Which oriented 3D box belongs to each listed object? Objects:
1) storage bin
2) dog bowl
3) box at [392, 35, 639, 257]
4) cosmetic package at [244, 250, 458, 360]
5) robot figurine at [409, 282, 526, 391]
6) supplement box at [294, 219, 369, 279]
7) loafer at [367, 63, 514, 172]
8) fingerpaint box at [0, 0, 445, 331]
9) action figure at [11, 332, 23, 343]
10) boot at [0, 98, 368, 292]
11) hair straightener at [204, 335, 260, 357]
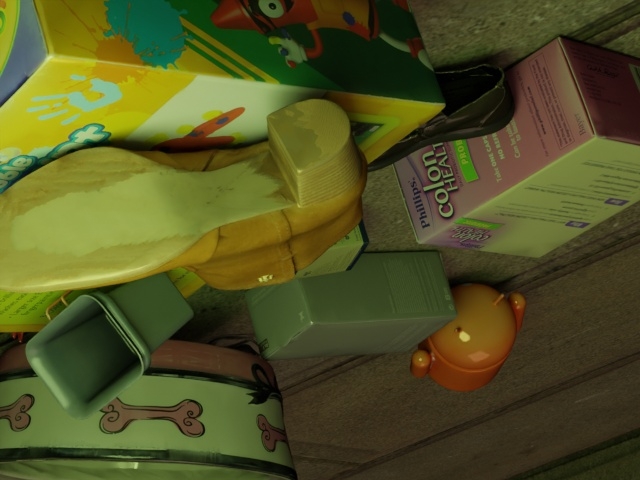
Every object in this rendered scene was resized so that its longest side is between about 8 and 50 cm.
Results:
[{"bbox_3d":[-0.180,0.077,1.349,0.135,0.098,0.091,-38,179,44],"label":"storage bin"},{"bbox_3d":[-0.229,0.221,1.920,0.408,0.150,0.408,1,166,0],"label":"dog bowl"},{"bbox_3d":[0.239,-0.090,1.642,0.214,0.117,0.243,6,150,-46],"label":"box"},{"bbox_3d":[0.039,0.082,1.964,0.238,0.107,0.127,3,153,-36],"label":"cosmetic package"},{"bbox_3d":[0.207,0.134,2.189,0.158,0.128,0.219,7,159,-1],"label":"robot figurine"},{"bbox_3d":[0.000,0.000,1.780,0.083,0.056,0.083,-9,159,-19],"label":"supplement box"},{"bbox_3d":[0.082,-0.130,1.496,0.220,0.080,0.078,-17,151,-11],"label":"loafer"},{"bbox_3d":[-0.192,-0.083,1.267,0.371,0.163,0.445,2,153,-42],"label":"fingerpaint box"},{"bbox_3d":[-0.306,0.095,1.842,0.115,0.030,0.038,-20,155,3],"label":"action figure"},{"bbox_3d":[-0.100,0.000,1.167,0.295,0.104,0.211,-20,160,-7],"label":"boot"},{"bbox_3d":[-0.189,0.183,2.124,0.230,0.047,0.089,-19,160,8],"label":"hair straightener"}]
